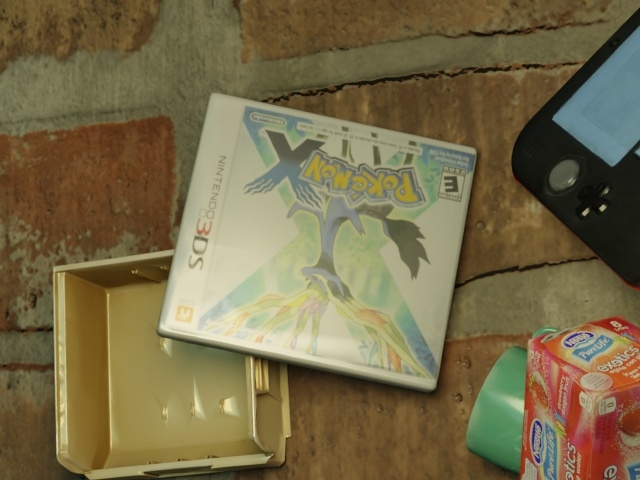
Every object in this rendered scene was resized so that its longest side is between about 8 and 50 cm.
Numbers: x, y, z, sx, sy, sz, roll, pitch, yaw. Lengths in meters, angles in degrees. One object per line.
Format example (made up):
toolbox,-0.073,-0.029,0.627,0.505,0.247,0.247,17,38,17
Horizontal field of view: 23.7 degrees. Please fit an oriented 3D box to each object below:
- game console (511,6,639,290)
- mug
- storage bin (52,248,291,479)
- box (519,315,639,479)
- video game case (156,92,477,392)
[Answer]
game console,0.401,-0.152,1.642,0.386,0.060,0.342,-46,29,7
mug,0.238,0.182,1.682,0.097,0.129,0.158,24,104,23
storage bin,-0.182,0.153,1.861,0.262,0.123,0.260,-8,75,19
box,0.290,0.223,1.573,0.128,0.122,0.257,-136,39,-54
video game case,0.000,0.000,1.784,0.329,0.036,0.300,12,75,-3
